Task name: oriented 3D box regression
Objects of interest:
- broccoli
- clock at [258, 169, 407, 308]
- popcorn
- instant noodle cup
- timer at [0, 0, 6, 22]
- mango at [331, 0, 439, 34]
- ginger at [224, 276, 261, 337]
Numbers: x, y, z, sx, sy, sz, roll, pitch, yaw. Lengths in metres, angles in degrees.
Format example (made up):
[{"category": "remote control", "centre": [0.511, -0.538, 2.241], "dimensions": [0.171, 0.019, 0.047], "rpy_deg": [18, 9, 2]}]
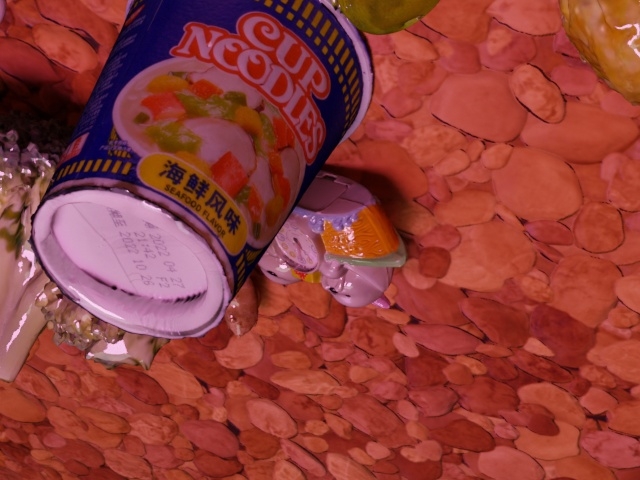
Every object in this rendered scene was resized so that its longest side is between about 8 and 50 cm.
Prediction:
[{"category": "broccoli", "centre": [-0.306, -0.005, 1.434], "dimensions": [0.338, 0.317, 0.277], "rpy_deg": [-6, 178, -12]}, {"category": "clock", "centre": [0.000, 0.000, 1.427], "dimensions": [0.231, 0.103, 0.144], "rpy_deg": [20, 136, 37]}, {"category": "popcorn", "centre": [0.298, -0.193, 1.060], "dimensions": [0.213, 0.198, 0.198], "rpy_deg": [-9, 136, -4]}, {"category": "instant noodle cup", "centre": [-0.124, -0.081, 1.248], "dimensions": [0.284, 0.312, 0.284], "rpy_deg": [13, 139, 12]}, {"category": "timer", "centre": [-0.438, -0.276, 1.235], "dimensions": [0.233, 0.233, 0.240], "rpy_deg": [-19, 100, 38]}, {"category": "mango", "centre": [0.063, -0.252, 1.147], "dimensions": [0.119, 0.100, 0.178], "rpy_deg": [55, 152, 17]}, {"category": "ginger", "centre": [-0.105, 0.035, 1.519], "dimensions": [0.053, 0.193, 0.176], "rpy_deg": [4, 105, 11]}]
